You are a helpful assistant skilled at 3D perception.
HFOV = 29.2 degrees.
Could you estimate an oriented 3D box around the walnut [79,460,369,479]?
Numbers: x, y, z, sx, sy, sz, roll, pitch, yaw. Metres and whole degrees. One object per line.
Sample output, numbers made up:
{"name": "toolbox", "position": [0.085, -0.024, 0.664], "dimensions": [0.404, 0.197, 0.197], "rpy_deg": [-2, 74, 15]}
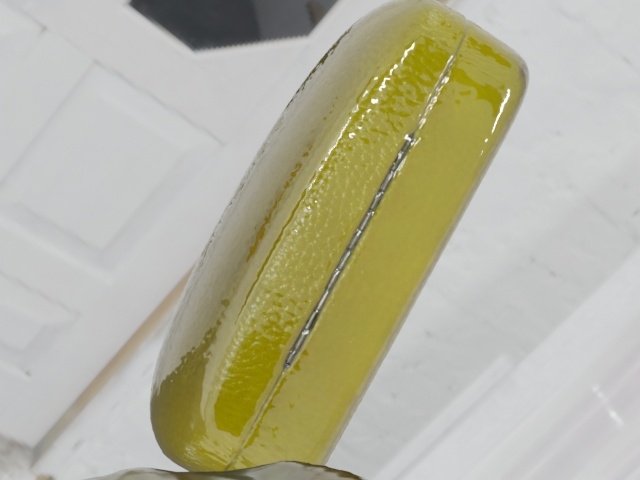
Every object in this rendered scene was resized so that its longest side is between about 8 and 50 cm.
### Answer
{"name": "walnut", "position": [-0.025, 0.201, 0.353], "dimensions": [0.227, 0.283, 0.283], "rpy_deg": [14, 32, -26]}

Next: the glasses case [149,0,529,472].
{"name": "glasses case", "position": [0.000, 0.000, 0.885], "dimensions": [0.141, 0.371, 0.173], "rpy_deg": [30, -2, -7]}
